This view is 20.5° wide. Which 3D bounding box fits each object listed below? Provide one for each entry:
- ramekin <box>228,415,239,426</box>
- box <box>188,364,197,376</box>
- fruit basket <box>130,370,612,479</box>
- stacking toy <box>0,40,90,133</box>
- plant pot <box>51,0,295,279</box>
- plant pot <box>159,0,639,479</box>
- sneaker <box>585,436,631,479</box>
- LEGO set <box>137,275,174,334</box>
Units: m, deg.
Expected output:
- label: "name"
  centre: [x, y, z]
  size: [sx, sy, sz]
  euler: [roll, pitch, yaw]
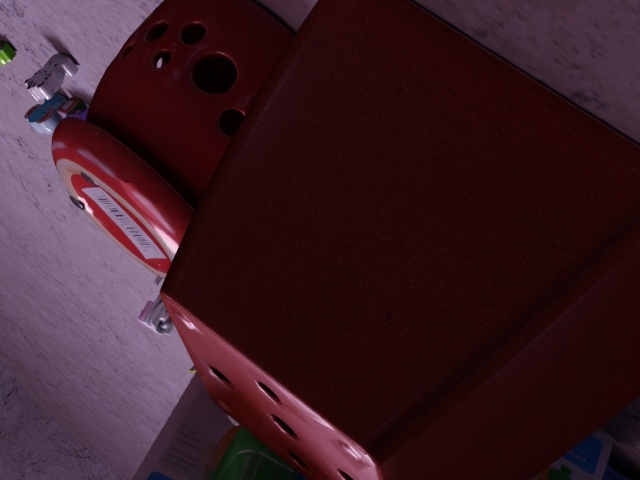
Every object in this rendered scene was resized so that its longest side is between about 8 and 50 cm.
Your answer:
- label: "ramekin"
  centre: [0.029, 0.214, 1.563]
  size: [0.303, 0.303, 0.148]
  euler: [41, 157, 8]
- label: "box"
  centre: [-0.106, 0.162, 2.185]
  size: [0.059, 0.054, 0.169]
  euler: [46, 163, -10]
- label: "fruit basket"
  centre: [0.047, 0.179, 1.305]
  size: [0.327, 0.353, 0.165]
  euler: [30, 138, 0]
- label: "stacking toy"
  centre: [-0.267, -0.123, 1.841]
  size: [0.167, 0.052, 0.221]
  euler: [53, 162, -29]
- label: "plant pot"
  centre: [-0.090, -0.071, 1.325]
  size: [0.191, 0.174, 0.191]
  euler: [37, 162, 15]
- label: "plant pot"
  centre: [0.053, 0.037, 1.138]
  size: [0.267, 0.236, 0.267]
  euler: [36, 163, 24]
- label: "sneaker"
  centre: [0.211, 0.207, 1.477]
  size: [0.232, 0.081, 0.090]
  euler: [41, 157, 4]
- label: "LEGO set"
  centre: [-0.057, 0.108, 1.818]
  size: [0.287, 0.132, 0.107]
  euler: [44, 174, -27]
